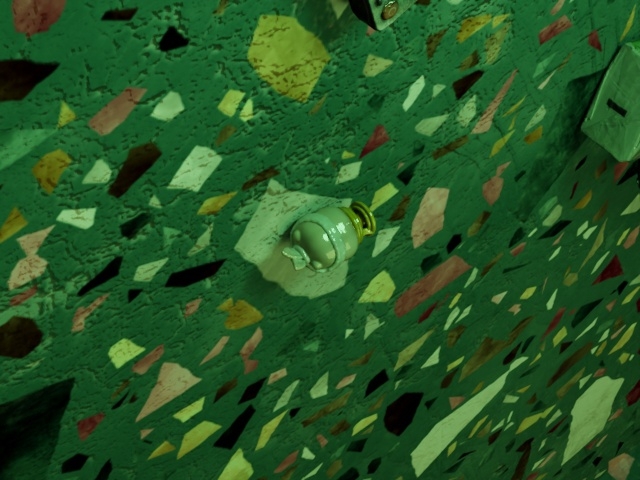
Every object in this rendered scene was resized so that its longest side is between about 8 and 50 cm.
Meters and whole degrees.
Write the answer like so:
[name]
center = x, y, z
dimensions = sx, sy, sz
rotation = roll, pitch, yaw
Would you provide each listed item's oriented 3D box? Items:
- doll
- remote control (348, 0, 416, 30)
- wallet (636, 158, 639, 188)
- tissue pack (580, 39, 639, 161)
[doll]
center = 0.000, 0.000, 1.827
dimensions = 0.127, 0.073, 0.084
rotation = -28, -174, -29
[remote control]
center = 0.046, -0.345, 1.428
dimensions = 0.144, 0.062, 0.399
rotation = -40, 153, -9
[wallet]
center = 0.600, -0.154, 2.296
dimensions = 0.255, 0.137, 0.031
rotation = -19, 121, 27
[tissue pack]
center = 0.513, -0.200, 2.176
dimensions = 0.229, 0.145, 0.159
rotation = -18, 141, -42
